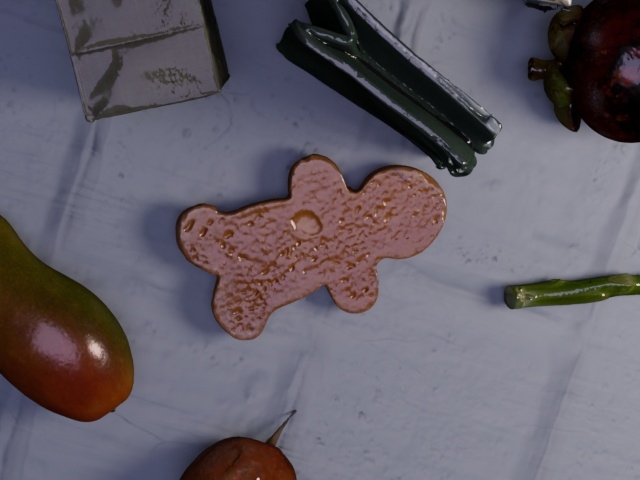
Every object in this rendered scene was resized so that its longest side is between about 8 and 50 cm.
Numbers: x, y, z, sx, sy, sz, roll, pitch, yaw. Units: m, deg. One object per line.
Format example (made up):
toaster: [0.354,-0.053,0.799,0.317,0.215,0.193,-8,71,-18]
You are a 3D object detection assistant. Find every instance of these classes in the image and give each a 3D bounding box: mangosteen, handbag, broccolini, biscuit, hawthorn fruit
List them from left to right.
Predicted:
hawthorn fruit: [-0.098,0.302,1.661,0.149,0.149,0.189,22,100,-5]
biscuit: [0.000,-0.001,1.657,0.324,0.049,0.205,-23,101,3]
handbag: [0.073,-0.177,1.529,0.260,0.247,0.079,40,90,-7]
mangosteen: [0.341,-0.202,1.581,0.200,0.200,0.200,0,100,-2]
broccolini: [0.428,0.073,1.667,0.392,0.074,0.079,-5,93,-2]

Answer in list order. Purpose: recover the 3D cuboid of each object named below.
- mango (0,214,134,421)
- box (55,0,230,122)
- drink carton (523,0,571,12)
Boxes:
mango: [-0.346,0.100,1.630,0.289,0.129,0.146,40,99,1]
box: [-0.195,-0.231,1.518,0.149,0.231,0.155,-13,99,1]
drink carton: [0.224,-0.427,1.511,0.132,0.194,0.324,8,100,-8]
